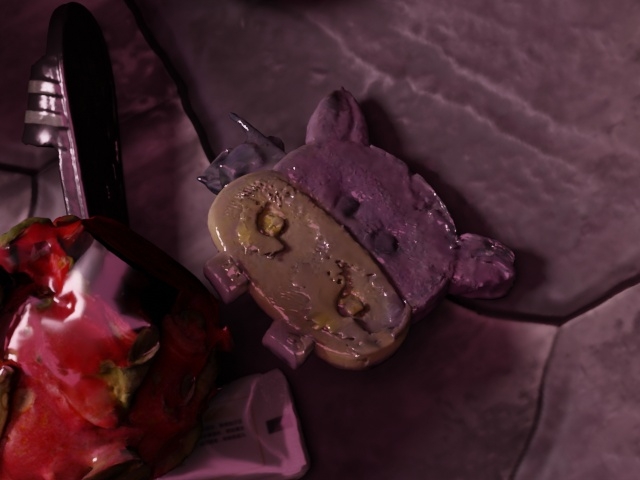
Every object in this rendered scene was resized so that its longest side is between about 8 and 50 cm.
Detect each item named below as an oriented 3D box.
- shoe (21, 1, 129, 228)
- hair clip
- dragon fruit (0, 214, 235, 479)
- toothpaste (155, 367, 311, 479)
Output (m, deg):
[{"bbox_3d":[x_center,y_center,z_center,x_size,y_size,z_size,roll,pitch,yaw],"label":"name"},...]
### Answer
[{"bbox_3d":[-0.154,-0.054,0.980,0.049,0.071,0.179,-10,83,16],"label":"shoe"},{"bbox_3d":[0.000,-0.005,0.927,0.146,0.056,0.187,-37,62,-25],"label":"hair clip"},{"bbox_3d":[-0.145,0.073,0.883,0.172,0.166,0.160,-55,37,6],"label":"dragon fruit"},{"bbox_3d":[-0.132,0.140,0.960,0.255,0.037,0.067,-17,73,8],"label":"toothpaste"}]
